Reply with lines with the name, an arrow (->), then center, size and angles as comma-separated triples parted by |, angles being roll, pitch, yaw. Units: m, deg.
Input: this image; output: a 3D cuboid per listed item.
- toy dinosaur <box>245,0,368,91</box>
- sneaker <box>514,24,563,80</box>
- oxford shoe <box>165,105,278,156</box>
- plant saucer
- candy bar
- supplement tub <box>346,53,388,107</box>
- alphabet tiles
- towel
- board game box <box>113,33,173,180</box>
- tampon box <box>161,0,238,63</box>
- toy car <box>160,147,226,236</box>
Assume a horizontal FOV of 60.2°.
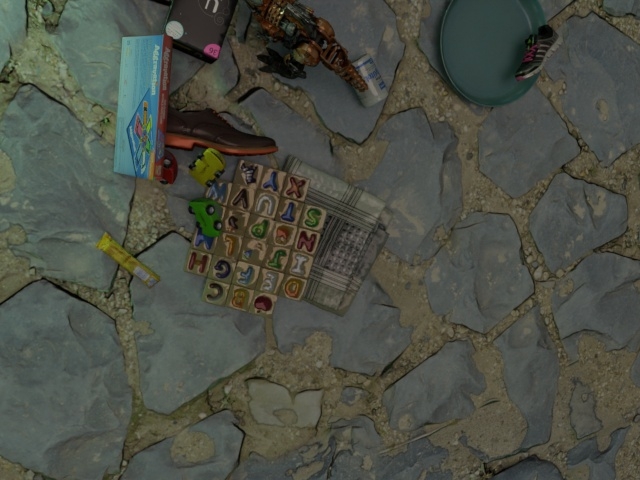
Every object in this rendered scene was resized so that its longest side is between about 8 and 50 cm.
toy dinosaur -> -0.040, -0.415, 1.162 | 0.164, 0.218, 0.322 | -38, 110, -9
sneaker -> 0.534, -0.474, 1.383 | 0.075, 0.063, 0.170 | 45, 80, -21
oxford shoe -> -0.221, -0.239, 1.204 | 0.271, 0.097, 0.099 | 5, 93, -19
plant saucer -> 0.434, -0.501, 1.398 | 0.317, 0.043, 0.318 | -4, 102, -18
candy bar -> -0.426, 0.049, 1.230 | 0.040, 0.018, 0.161 | -47, 111, -1
supplement tub -> 0.107, -0.376, 1.298 | 0.071, 0.071, 0.107 | -35, 109, -9
alphabet tiles -> -0.150, 0.000, 1.278 | 0.284, 0.011, 0.343 | 16, 95, -6
towel -> 0.000, 0.000, 1.344 | 0.324, 0.056, 0.313 | 25, 92, -22
board game box -> -0.365, -0.271, 1.127 | 0.027, 0.145, 0.282 | -4, 104, -51
tampon box -> -0.249, -0.469, 1.143 | 0.120, 0.101, 0.161 | 18, 94, -21
toy car -> -0.266, -0.109, 1.197 | 0.053, 0.238, 0.225 | -55, 139, -41
